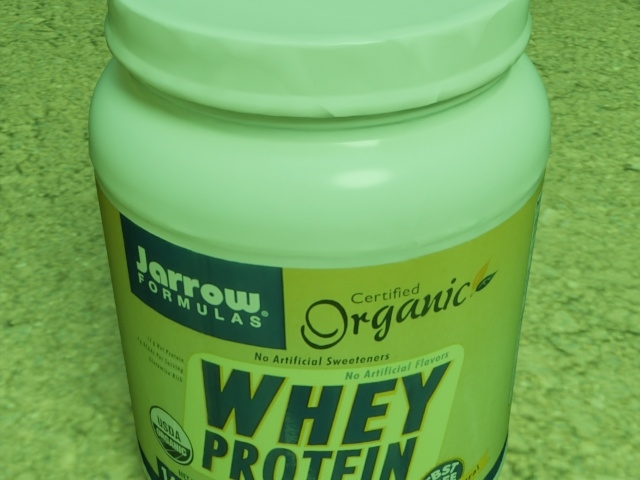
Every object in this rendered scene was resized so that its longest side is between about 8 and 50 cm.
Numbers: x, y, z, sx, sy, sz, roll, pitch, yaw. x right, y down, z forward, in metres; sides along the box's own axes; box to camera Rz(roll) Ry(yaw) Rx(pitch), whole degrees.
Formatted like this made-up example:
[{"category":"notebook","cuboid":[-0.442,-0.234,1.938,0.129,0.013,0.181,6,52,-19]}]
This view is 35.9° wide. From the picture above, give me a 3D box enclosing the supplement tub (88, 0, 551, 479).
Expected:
[{"category":"supplement tub","cuboid":[0.000,0.000,0.534,0.228,0.316,0.228,-1,35,1]}]
